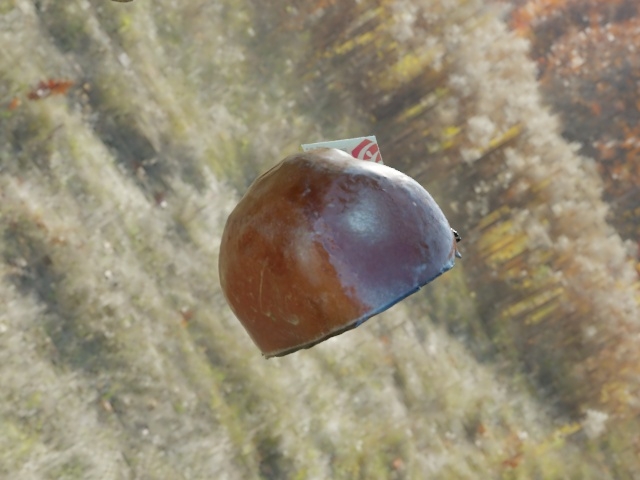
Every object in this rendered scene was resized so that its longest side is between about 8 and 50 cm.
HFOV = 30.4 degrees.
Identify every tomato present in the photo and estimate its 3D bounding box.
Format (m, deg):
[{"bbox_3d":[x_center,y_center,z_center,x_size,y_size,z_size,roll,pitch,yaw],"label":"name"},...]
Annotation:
[{"bbox_3d":[0.000,0.000,1.027,0.181,0.214,0.155,-35,97,-40],"label":"tomato"}]

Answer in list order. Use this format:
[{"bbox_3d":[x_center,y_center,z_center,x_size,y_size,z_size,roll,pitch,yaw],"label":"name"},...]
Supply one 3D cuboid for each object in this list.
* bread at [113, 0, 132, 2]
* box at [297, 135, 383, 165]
[{"bbox_3d":[-0.147,-0.300,0.852,0.246,0.135,0.232,-17,85,-64],"label":"bread"},{"bbox_3d":[0.025,-0.081,1.281,0.015,0.093,0.058,-42,-119,60],"label":"box"}]
